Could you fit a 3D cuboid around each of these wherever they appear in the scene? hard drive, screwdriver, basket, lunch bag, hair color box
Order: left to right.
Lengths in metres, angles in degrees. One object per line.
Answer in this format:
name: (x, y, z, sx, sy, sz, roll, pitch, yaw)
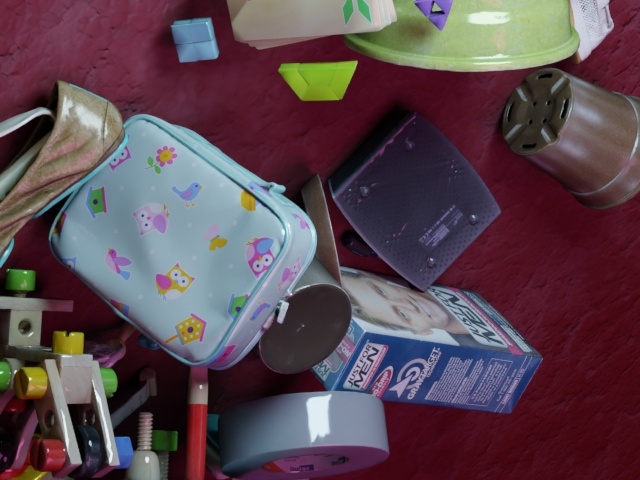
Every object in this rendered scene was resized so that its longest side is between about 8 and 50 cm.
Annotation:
lunch bag: (-0.147, -0.001, 1.824, 0.224, 0.279, 0.108, -55, 158, 4)
basket: (-0.075, 0.045, 1.951, 0.154, 0.227, 0.204, -38, 135, -8)
screwdriver: (0.081, 0.025, 2.207, 0.025, 0.024, 0.170, -26, 149, 23)
hair color box: (0.119, 0.134, 2.199, 0.347, 0.174, 0.105, 10, 115, -41)
hard drive: (0.122, -0.056, 2.148, 0.172, 0.054, 0.255, -46, 136, 0)

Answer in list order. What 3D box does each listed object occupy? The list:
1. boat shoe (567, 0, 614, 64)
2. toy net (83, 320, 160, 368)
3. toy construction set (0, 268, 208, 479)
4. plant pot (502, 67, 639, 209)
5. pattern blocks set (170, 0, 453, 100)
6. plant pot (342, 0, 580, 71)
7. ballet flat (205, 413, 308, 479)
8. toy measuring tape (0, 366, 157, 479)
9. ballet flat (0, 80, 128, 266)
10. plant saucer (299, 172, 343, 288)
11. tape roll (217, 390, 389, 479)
boat shoe: (0.323, -0.348, 2.060, 0.096, 0.098, 0.277, -36, 145, -10)
toy net: (-0.214, 0.137, 1.991, 0.232, 0.122, 0.045, -16, 119, -28)
toy construction set: (-0.279, 0.150, 1.830, 0.309, 0.257, 0.237, 5, 81, -14)
plant pot: (0.343, -0.144, 2.183, 0.165, 0.167, 0.167, 22, 106, -36)
pattern blocks set: (-0.016, -0.284, 1.749, 0.325, 0.026, 0.285, 5, 121, 11)
plant pot: (0.165, -0.350, 1.841, 0.276, 0.276, 0.254, -13, 117, -30)
ballet flat: (-0.108, 0.303, 2.230, 0.248, 0.086, 0.086, 27, 102, -46)
toy measuring tape: (-0.346, 0.250, 2.014, 0.330, 0.121, 0.121, -44, 141, -35)
ballet flat: (-0.363, -0.043, 1.770, 0.342, 0.116, 0.124, -45, 116, -1)
plant saucer: (0.000, 0.000, 2.030, 0.029, 0.168, 0.168, -13, 131, -3)
tape roll: (-0.023, 0.255, 2.095, 0.219, 0.072, 0.219, -5, 161, -2)
